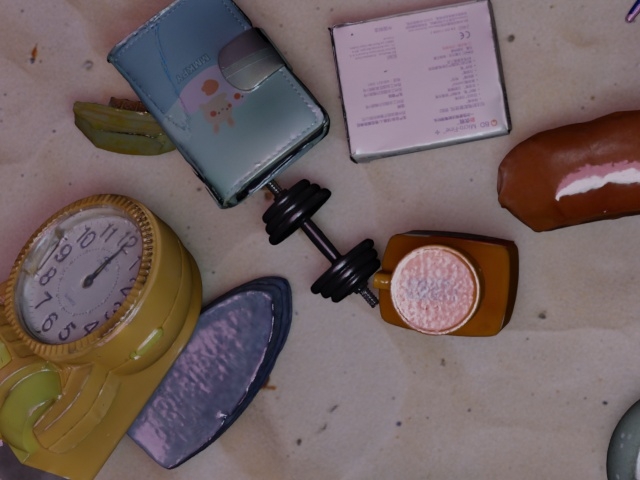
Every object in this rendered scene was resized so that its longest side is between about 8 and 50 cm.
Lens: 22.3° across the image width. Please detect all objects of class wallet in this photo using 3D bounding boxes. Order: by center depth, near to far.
[{"bbox_3d":[-0.120,-0.180,1.966,0.176,0.075,0.250,-37,73,-3],"label":"wallet"}]

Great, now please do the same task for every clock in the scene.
[{"bbox_3d":[-0.285,0.101,1.968,0.317,0.200,0.244,-49,51,1],"label":"clock"}]

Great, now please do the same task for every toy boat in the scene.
[{"bbox_3d":[-0.134,0.158,2.016,0.127,0.078,0.283,41,100,10],"label":"toy boat"},{"bbox_3d":[-0.226,-0.145,2.029,0.172,0.065,0.066,8,59,8],"label":"toy boat"}]

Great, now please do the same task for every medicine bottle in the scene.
[{"bbox_3d":[0.147,0.049,1.881,0.149,0.222,0.112,6,94,11],"label":"medicine bottle"},{"bbox_3d":[0.121,-0.193,1.963,0.201,0.052,0.171,-10,90,10],"label":"medicine bottle"}]

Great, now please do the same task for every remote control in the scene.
[{"bbox_3d":[-0.344,0.331,2.080,0.229,0.044,0.073,44,102,6],"label":"remote control"}]

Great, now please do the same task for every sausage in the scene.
[{"bbox_3d":[0.334,-0.082,1.890,0.258,0.133,0.133,-11,90,15],"label":"sausage"}]

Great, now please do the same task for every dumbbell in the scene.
[{"bbox_3d":[0.000,0.000,1.970,0.099,0.099,0.208,-42,85,10],"label":"dumbbell"}]

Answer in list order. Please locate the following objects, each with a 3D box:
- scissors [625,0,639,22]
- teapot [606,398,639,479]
[{"bbox_3d":[0.408,-0.297,1.922,0.039,0.012,0.113,37,98,7],"label":"scissors"},{"bbox_3d":[0.431,0.260,1.887,0.193,0.129,0.294,29,95,9],"label":"teapot"}]
